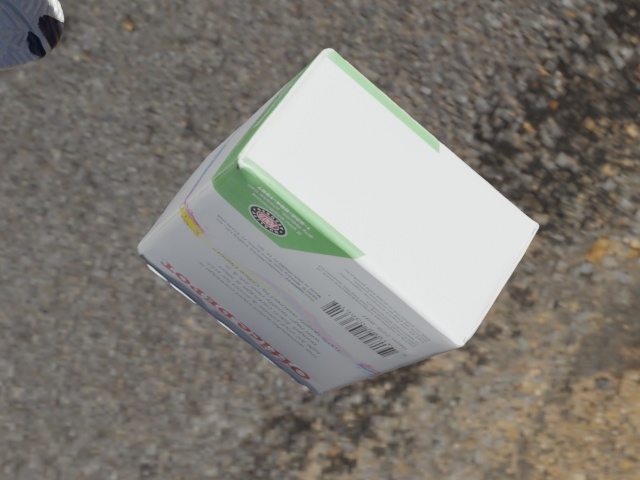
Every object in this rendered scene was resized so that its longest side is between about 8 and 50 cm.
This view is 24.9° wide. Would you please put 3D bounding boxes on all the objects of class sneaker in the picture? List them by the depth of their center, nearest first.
[{"bbox_3d":[-0.331,-0.160,1.126,0.153,0.235,0.094,-2,106,50],"label":"sneaker"}]

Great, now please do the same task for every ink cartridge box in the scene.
[{"bbox_3d":[0.000,0.000,0.837,0.093,0.154,0.212,-55,9,-25],"label":"ink cartridge box"}]
